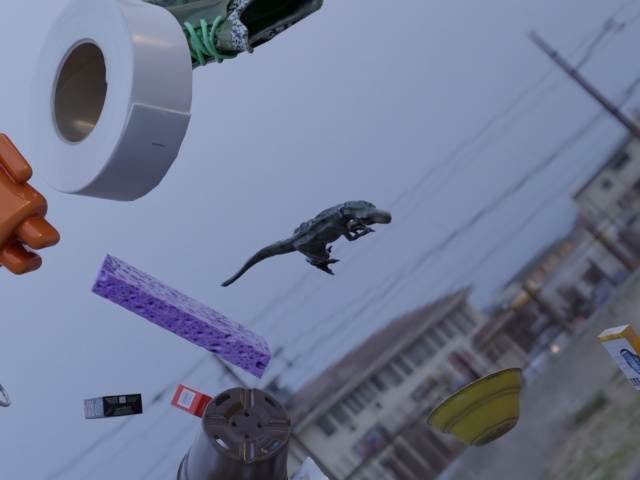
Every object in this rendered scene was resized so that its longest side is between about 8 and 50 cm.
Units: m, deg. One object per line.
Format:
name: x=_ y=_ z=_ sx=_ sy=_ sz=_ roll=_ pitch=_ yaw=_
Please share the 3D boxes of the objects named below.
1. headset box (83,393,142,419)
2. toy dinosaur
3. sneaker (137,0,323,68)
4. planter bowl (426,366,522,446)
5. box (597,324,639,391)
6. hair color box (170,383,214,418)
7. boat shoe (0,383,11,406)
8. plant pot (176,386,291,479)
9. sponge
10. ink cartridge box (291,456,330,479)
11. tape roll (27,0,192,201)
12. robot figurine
headset box: x=-0.307 y=0.244 z=2.049 sx=0.062 sy=0.032 sz=0.083 roll=0 pitch=-10 yaw=-33
toy dinosaur: x=0.000 y=0.000 z=1.797 sx=0.268 sy=0.064 sz=0.118 roll=-28 pitch=-20 yaw=34
sneaker: x=-0.169 y=-0.336 z=2.191 sx=0.410 sy=0.158 sz=0.182 roll=-31 pitch=30 yaw=0
planter bowl: x=0.325 y=0.345 z=2.748 sx=0.217 sy=0.090 sz=0.217 roll=-25 pitch=-22 yaw=-11
box: x=0.548 y=0.210 z=2.421 sx=0.028 sy=0.136 sz=0.081 roll=-40 pitch=5 yaw=-21
hair color box: x=-0.188 y=0.300 z=2.454 sx=0.141 sy=0.072 sz=0.043 roll=30 pitch=-101 yaw=-42
boat shoe: x=-0.427 y=0.162 z=1.567 sx=0.156 sy=0.136 sz=0.367 roll=-2 pitch=-45 yaw=-33
plant pot: x=-0.114 y=0.304 z=1.984 sx=0.167 sy=0.167 sz=0.165 roll=-38 pitch=-23 yaw=-37
sponge: x=-0.154 y=0.082 z=1.548 sx=0.031 sy=0.210 sz=0.117 roll=-61 pitch=10 yaw=4
ink cartridge box: x=0.003 y=0.395 z=1.884 sx=0.060 sy=0.180 sz=0.104 roll=-26 pitch=-23 yaw=-38
tape roll: x=-0.295 y=-0.198 z=1.937 sx=0.100 sy=0.286 sz=0.286 roll=9 pitch=-48 yaw=-40
robot figurine: x=-0.443 y=-0.049 z=1.810 sx=0.128 sy=0.219 sz=0.158 roll=-47 pitch=-7 yaw=-40
